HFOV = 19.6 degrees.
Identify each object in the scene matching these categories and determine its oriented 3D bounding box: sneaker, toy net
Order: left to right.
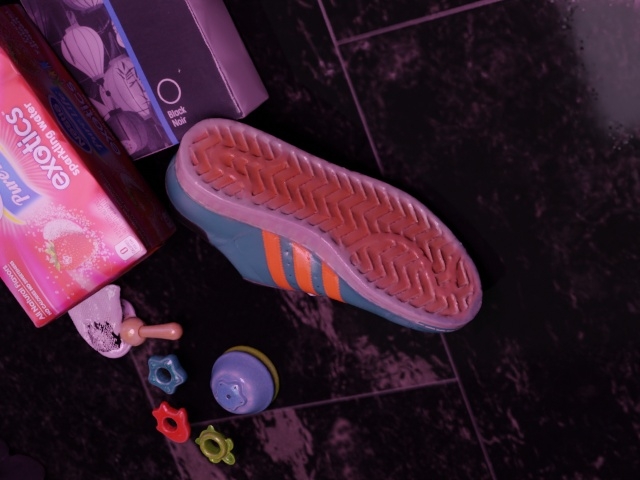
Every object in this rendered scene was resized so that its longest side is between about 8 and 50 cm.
[{"bbox_3d":[-0.157,0.117,1.815,0.232,0.045,0.122,33,124,9],"label":"toy net"},{"bbox_3d":[0.000,0.000,1.665,0.302,0.108,0.121,30,151,-1],"label":"sneaker"}]

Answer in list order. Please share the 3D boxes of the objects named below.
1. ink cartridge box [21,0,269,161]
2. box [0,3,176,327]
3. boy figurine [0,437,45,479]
[{"bbox_3d":[-0.191,-0.240,1.655,0.165,0.065,0.333,-20,103,31],"label":"ink cartridge box"},{"bbox_3d":[-0.258,-0.068,1.632,0.128,0.122,0.257,-34,94,14],"label":"box"},{"bbox_3d":[-0.377,0.349,1.992,0.177,0.092,0.285,27,122,11],"label":"boy figurine"}]
